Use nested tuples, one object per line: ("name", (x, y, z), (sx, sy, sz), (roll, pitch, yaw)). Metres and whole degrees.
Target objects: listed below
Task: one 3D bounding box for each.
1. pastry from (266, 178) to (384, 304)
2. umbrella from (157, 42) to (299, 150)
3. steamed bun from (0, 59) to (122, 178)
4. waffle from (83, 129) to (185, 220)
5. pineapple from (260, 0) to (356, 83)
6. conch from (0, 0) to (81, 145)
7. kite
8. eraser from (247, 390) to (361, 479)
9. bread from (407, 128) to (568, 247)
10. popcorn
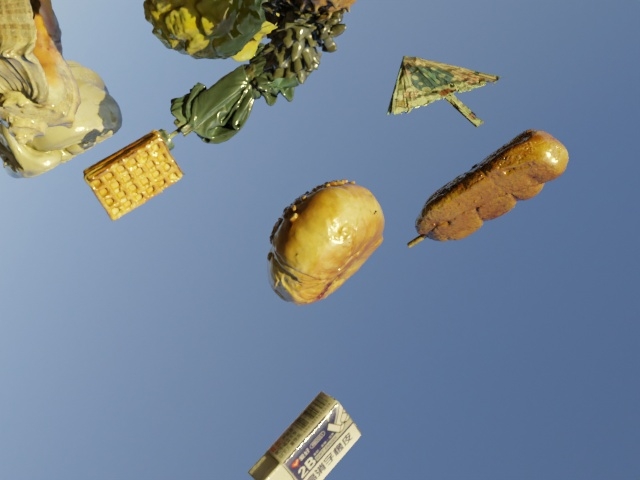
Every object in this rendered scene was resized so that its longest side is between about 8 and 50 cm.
("pastry", (0.000, 0.000, 2.159), (0.245, 0.409, 0.409), (44, -82, 17))
("umbrella", (-0.213, -0.301, 1.629), (0.349, 0.094, 0.143), (-36, -114, -7))
("steamed bun", (-0.697, -0.328, 1.892), (0.342, 0.255, 0.368), (-38, -155, -22))
("waffle", (-0.314, -0.111, 1.252), (0.148, 0.102, 0.042), (-34, -137, -10))
("pineapple", (-0.006, -0.335, 1.006), (0.157, 0.158, 0.278), (-103, -154, -45))
("conch", (-0.569, -0.353, 1.346), (0.297, 0.210, 0.352), (159, -86, -71))
("kite", (0.338, -0.427, 2.072), (0.406, 0.014, 0.368), (-21, -128, -21))
("eraser", (-0.028, 0.409, 1.427), (0.210, 0.124, 0.068), (-45, -140, -20))
("bread", (0.281, -0.083, 1.330), (0.344, 0.124, 0.084), (-36, -148, 34))
("popcorn", (-0.161, -0.415, 1.200), (0.237, 0.206, 0.251), (16, -78, 25))
